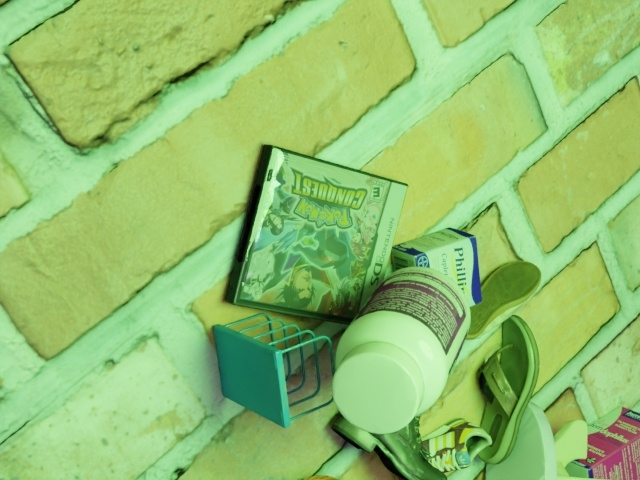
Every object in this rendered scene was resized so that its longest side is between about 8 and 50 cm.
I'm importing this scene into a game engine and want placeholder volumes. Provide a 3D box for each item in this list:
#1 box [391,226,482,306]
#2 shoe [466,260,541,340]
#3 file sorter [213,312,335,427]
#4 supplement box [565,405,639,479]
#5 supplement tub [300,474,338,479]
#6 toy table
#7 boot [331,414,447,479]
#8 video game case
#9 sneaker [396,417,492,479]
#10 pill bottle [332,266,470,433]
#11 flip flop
[{"bbox_3d":[0.198,0.059,1.784,0.137,0.072,0.126,-18,110,-30],"label":"box"},{"bbox_3d":[0.311,0.111,1.885,0.219,0.076,0.058,-35,160,-26],"label":"shoe"},{"bbox_3d":[-0.068,0.187,1.574,0.104,0.170,0.118,-17,109,-34],"label":"file sorter"},{"bbox_3d":[0.574,0.436,2.093,0.220,0.111,0.114,-22,111,-29],"label":"supplement box"},{"bbox_3d":[0.007,0.490,1.719,0.117,0.117,0.190,-23,111,-28],"label":"supplement tub"},{"bbox_3d":[0.419,0.443,1.924,0.161,0.252,0.274,14,83,-25],"label":"toy table"},{"bbox_3d":[0.164,0.281,1.780,0.263,0.091,0.229,37,77,-18],"label":"boot"},{"bbox_3d":[0.000,0.000,1.660,0.275,0.035,0.248,13,93,-35],"label":"video game case"},{"bbox_3d":[0.218,0.381,1.857,0.185,0.084,0.070,-33,116,-25],"label":"sneaker"},{"bbox_3d":[0.118,0.163,1.568,0.301,0.169,0.169,-45,131,-64],"label":"pill bottle"},{"bbox_3d":[0.323,0.271,1.904,0.080,0.112,0.277,12,99,-21],"label":"flip flop"}]
